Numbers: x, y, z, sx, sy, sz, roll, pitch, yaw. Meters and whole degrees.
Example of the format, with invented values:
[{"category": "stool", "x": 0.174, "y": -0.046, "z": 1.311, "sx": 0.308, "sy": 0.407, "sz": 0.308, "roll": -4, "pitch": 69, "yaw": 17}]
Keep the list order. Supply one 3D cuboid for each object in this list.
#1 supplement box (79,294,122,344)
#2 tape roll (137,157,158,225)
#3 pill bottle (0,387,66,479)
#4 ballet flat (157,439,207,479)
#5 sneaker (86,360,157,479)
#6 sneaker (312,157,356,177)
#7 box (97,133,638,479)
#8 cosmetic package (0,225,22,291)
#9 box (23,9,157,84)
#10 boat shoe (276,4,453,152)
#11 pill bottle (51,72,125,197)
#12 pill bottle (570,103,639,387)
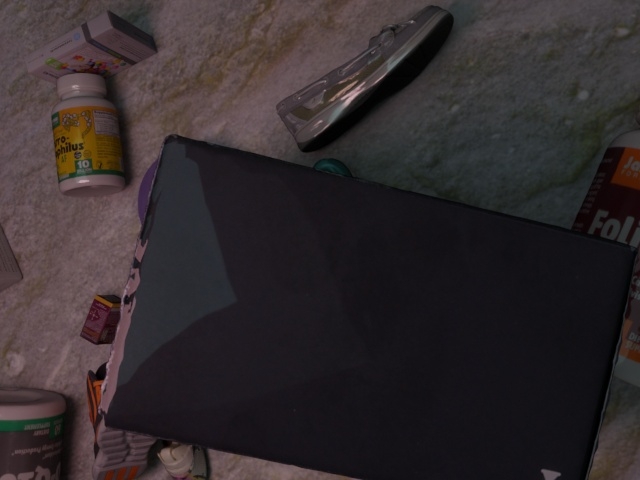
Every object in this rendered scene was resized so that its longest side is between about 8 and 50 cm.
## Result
[{"category": "supplement box", "x": -0.393, "y": 0.144, "z": 1.369, "sx": 0.043, "sy": 0.055, "sz": 0.083, "roll": 24, "pitch": 94, "yaw": 20}, {"category": "tape roll", "x": -0.217, "y": -0.065, "z": 1.310, "sx": 0.189, "sy": 0.080, "sz": 0.189, "roll": -2, "pitch": 85, "yaw": 19}, {"category": "pill bottle", "x": -0.572, "y": 0.455, "z": 1.332, "sx": 0.204, "sy": 0.204, "sz": 0.361, "roll": 4, "pitch": 88, "yaw": 19}, {"category": "ballet flat", "x": -0.251, "y": 0.331, "z": 1.297, "sx": 0.077, "sy": 0.079, "sz": 0.221, "roll": -12, "pitch": 83, "yaw": 15}, {"category": "sneaker", "x": -0.332, "y": 0.260, "z": 1.246, "sx": 0.321, "sy": 0.124, "sz": 0.180, "roll": -56, "pitch": 44, "yaw": 40}, {"category": "sneaker", "x": 0.000, "y": 0.000, "z": 1.217, "sx": 0.107, "sy": 0.110, "sz": 0.275, "roll": 9, "pitch": 89, "yaw": 19}, {"category": "box", "x": 0.033, "y": 0.084, "z": 0.936, "sx": 0.480, "sy": 0.472, "sz": 0.297, "roll": 13, "pitch": 92, "yaw": -5}, {"category": "cosmetic package", "x": -0.700, "y": 0.040, "z": 1.411, "sx": 0.151, "sy": 0.183, "sz": 0.151, "roll": -31, "pitch": 77, "yaw": 15}, {"category": "box", "x": -0.413, "y": -0.336, "z": 1.358, "sx": 0.186, "sy": 0.145, "sz": 0.038, "roll": -21, "pitch": 80, "yaw": 16}, {"category": "boat shoe", "x": 0.069, "y": -0.272, "z": 1.210, "sx": 0.320, "sy": 0.118, "sz": 0.103, "roll": -38, "pitch": 80, "yaw": 20}, {"category": "pill bottle", "x": -0.425, "y": -0.191, "z": 1.368, "sx": 0.117, "sy": 0.117, "sz": 0.208, "roll": -10, "pitch": 84, "yaw": 18}, {"category": "pill bottle", "x": 0.458, "y": -0.010, "z": 1.002, "sx": 0.224, "sy": 0.224, "sz": 0.392, "roll": 24, "pitch": 94, "yaw": 18}]
